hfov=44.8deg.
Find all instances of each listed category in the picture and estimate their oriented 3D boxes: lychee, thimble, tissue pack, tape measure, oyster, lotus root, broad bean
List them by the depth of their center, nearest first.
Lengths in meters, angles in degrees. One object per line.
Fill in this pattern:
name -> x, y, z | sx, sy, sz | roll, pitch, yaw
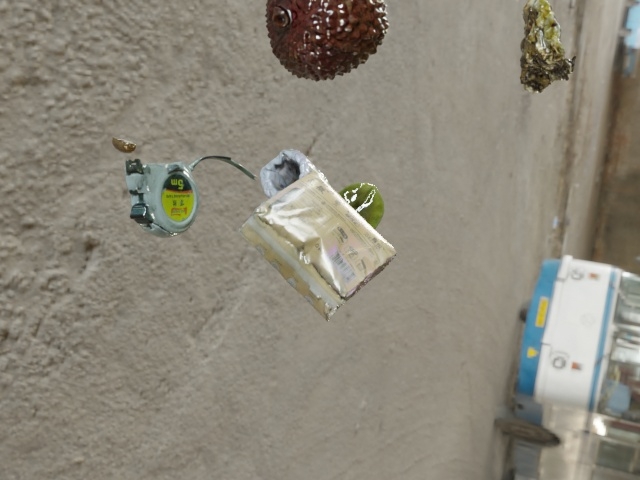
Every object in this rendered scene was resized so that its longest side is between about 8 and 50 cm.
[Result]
tissue pack -> 0.000, 0.000, 1.546 | 0.215, 0.256, 0.123 | -38, 173, -43
tape measure -> -0.257, -0.091, 1.557 | 0.330, 0.084, 0.163 | -6, 100, -59
thimble -> -0.057, -0.127, 1.780 | 0.127, 0.151, 0.118 | -40, 135, 7
lotus root -> -0.457, -0.219, 1.794 | 0.037, 0.083, 0.030 | 8, 98, -40
lychee -> 0.012, -0.531, 1.881 | 0.330, 0.306, 0.305 | -5, 106, -39
oyster -> 0.534, -0.480, 1.903 | 0.214, 0.083, 0.222 | 162, -94, -83
broad bean -> 0.086, -0.070, 2.167 | 0.153, 0.207, 0.072 | 59, -1, -3
